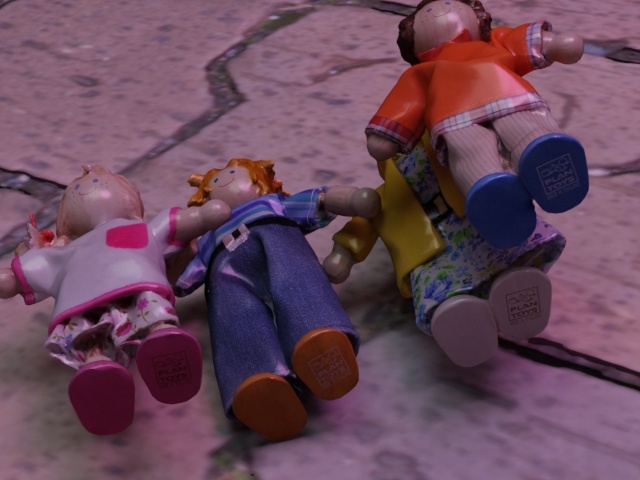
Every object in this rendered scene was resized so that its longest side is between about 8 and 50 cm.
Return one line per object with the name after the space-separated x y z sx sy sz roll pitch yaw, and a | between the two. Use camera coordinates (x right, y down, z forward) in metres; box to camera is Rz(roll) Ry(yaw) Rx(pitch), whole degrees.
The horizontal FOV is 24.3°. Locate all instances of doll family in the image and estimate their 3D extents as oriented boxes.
0.000 0.000 0.633 0.263 0.118 0.163 -25 37 4 | doll family
